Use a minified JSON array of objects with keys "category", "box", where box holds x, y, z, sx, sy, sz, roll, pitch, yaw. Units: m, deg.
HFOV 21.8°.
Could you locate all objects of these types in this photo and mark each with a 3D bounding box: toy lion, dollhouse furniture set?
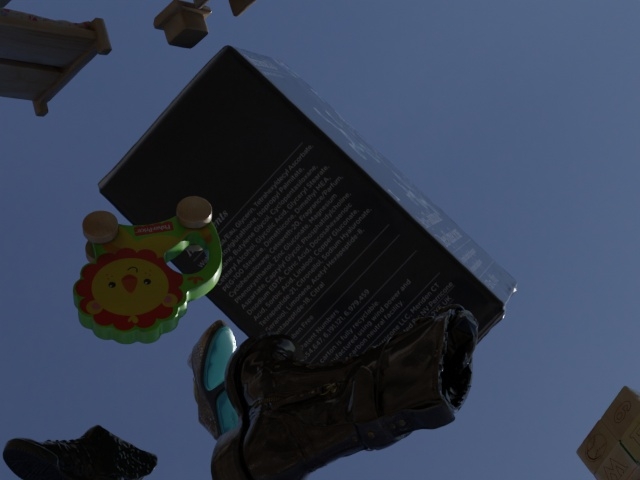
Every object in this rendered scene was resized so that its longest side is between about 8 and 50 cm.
[{"category":"toy lion","box":[-0.110,0.023,1.064,0.100,0.034,0.096,-10,-127,-12]},{"category":"dollhouse furniture set","box":[-0.293,-0.257,1.739,0.303,0.355,0.174,6,-121,-44]}]

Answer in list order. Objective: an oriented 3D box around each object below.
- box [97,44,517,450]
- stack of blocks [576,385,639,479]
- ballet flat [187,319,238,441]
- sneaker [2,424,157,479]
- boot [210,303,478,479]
[{"category":"box","box":[0.000,0.000,1.806,0.212,0.395,0.293,-48,176,9]},{"category":"stack of blocks","box":[0.382,0.270,1.536,0.171,0.087,0.297,26,-164,-27]},{"category":"ballet flat","box":[-0.150,0.185,2.236,0.067,0.206,0.073,26,-137,35]},{"category":"sneaker","box":[-0.261,0.236,1.809,0.170,0.051,0.089,29,-139,-18]},{"category":"boot","box":[0.031,0.118,1.369,0.229,0.091,0.263,-30,-158,18]}]
